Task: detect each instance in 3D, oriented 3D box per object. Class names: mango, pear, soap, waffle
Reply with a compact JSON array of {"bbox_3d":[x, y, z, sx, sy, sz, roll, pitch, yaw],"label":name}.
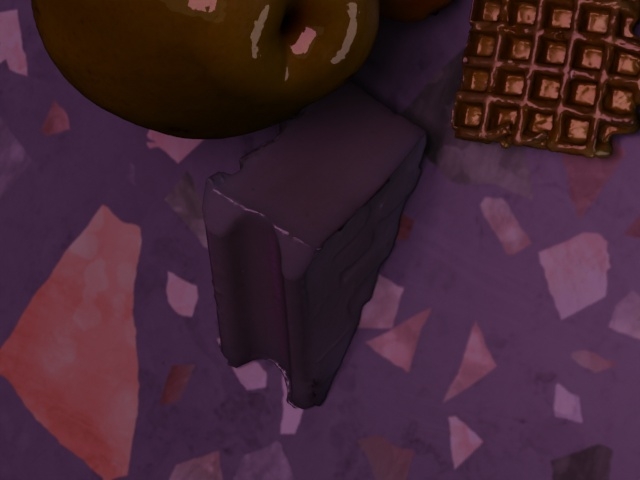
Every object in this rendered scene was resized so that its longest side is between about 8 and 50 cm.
[{"bbox_3d":[0.081,-0.303,1.732,0.165,0.089,0.115,12,96,28],"label":"mango"},{"bbox_3d":[-0.132,-0.283,1.650,0.418,0.362,0.362,37,106,45],"label":"pear"},{"bbox_3d":[0.000,0.000,1.794,0.159,0.258,0.302,27,145,20],"label":"soap"},{"bbox_3d":[0.265,-0.203,1.669,0.219,0.057,0.229,12,94,23],"label":"waffle"}]
